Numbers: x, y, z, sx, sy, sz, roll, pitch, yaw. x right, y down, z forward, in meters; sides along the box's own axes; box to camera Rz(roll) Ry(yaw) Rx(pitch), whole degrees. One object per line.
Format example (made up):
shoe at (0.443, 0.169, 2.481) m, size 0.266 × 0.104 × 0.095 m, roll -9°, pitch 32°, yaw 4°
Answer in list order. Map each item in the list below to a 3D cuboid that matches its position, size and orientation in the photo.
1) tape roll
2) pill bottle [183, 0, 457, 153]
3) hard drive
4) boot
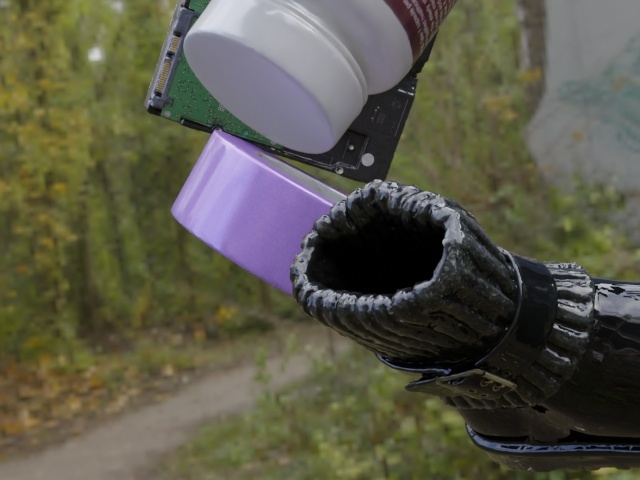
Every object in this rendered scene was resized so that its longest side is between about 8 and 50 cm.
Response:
tape roll at (0.000, 0.000, 1.433) m, size 0.274 × 0.090 × 0.275 m, roll 29°, pitch 4°, yaw -2°
pill bottle at (0.041, -0.298, 1.605) m, size 0.392 × 0.224 × 0.224 m, roll -55°, pitch 21°, yaw -19°
hard drive at (-0.038, -0.230, 2.015) m, size 0.338 × 0.237 × 0.064 m, roll 16°, pitch 8°, yaw -18°
boot at (0.173, 0.050, 1.051) m, size 0.348 × 0.131 × 0.260 m, roll -18°, pitch -48°, yaw 36°
